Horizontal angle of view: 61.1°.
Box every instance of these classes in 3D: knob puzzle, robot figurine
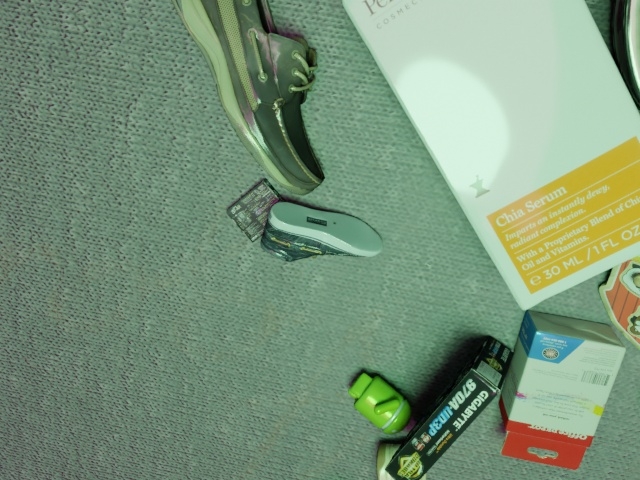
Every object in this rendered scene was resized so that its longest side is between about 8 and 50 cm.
[{"bbox_3d":[0.495,0.111,0.773,0.213,0.030,0.213,32,144,27],"label":"knob puzzle"},{"bbox_3d":[0.103,0.275,0.910,0.115,0.101,0.067,39,66,8],"label":"robot figurine"}]

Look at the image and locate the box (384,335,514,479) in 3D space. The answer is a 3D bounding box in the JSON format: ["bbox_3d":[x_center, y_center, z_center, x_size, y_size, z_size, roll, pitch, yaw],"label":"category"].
[{"bbox_3d":[0.203,0.262,0.841,0.051,0.175,0.220,39,110,17],"label":"box"}]

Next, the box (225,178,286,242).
[{"bbox_3d":[-0.097,-0.047,0.858,0.083,0.018,0.067,-38,100,18],"label":"box"}]

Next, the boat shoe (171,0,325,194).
[{"bbox_3d":[-0.072,-0.230,0.732,0.130,0.132,0.355,-24,105,15],"label":"boat shoe"}]

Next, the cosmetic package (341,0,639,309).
[{"bbox_3d":[0.244,-0.166,0.697,0.230,0.161,0.453,-31,102,16],"label":"cosmetic package"}]

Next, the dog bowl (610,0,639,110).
[{"bbox_3d":[0.540,-0.280,0.626,0.408,0.150,0.407,2,109,7],"label":"dog bowl"}]

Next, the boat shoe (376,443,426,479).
[{"bbox_3d":[0.169,0.502,0.969,0.098,0.109,0.302,-8,102,11],"label":"boat shoe"}]

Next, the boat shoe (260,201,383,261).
[{"bbox_3d":[0.000,0.000,0.845,0.183,0.065,0.083,17,136,-10],"label":"boat shoe"}]

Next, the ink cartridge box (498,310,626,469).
[{"bbox_3d":[0.371,0.239,0.864,0.134,0.078,0.231,11,110,4],"label":"ink cartridge box"}]
